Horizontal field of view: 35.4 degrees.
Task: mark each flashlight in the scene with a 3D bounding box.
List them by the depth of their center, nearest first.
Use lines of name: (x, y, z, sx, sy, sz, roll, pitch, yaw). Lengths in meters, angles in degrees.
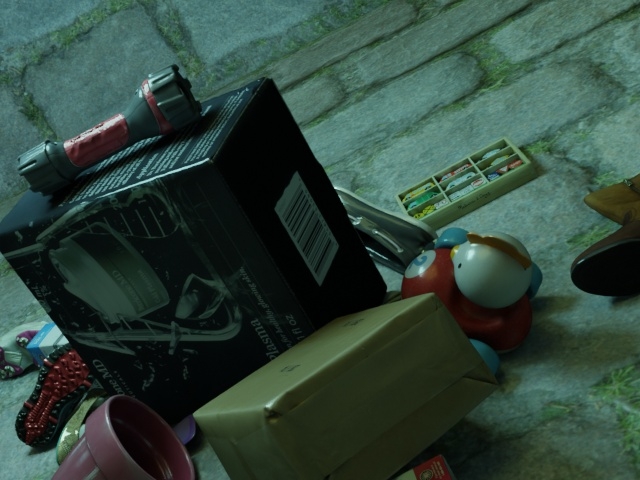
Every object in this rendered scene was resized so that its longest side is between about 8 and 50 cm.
flashlight: (-0.343, -0.172, 1.614, 0.304, 0.103, 0.103, -26, 30, 7)

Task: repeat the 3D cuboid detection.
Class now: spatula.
spatula: (-0.342, 0.393, 1.768, 0.297, 0.030, 0.084, -27, 25, 7)

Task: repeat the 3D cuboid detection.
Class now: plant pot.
plant pot: (-0.334, 0.380, 1.616, 0.180, 0.201, 0.201, -42, 23, 10)

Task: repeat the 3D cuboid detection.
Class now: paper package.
paper package: (0.024, 0.226, 1.377, 0.310, 0.168, 0.325, -31, 2, -27)

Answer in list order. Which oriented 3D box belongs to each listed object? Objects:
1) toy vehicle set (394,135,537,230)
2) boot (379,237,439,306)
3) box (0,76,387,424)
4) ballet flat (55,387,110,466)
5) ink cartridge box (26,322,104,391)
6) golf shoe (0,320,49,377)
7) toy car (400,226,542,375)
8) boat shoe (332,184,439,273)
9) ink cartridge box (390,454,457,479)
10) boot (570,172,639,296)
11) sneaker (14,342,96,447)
toy vehicle set: (0.290, -0.110, 2.035, 0.267, 0.035, 0.166, -28, 25, 4)
boot: (0.196, 0.073, 1.735, 0.237, 0.085, 0.178, -23, 23, -2)
box: (-0.212, 0.040, 1.760, 0.472, 0.479, 0.297, -15, 29, 29)
ballet flat: (-0.438, 0.350, 1.909, 0.067, 0.073, 0.206, -12, 31, 17)
ink cartridge box: (-0.495, 0.240, 2.090, 0.191, 0.139, 0.082, -9, 33, 38)
golf shoe: (-0.648, 0.228, 2.318, 0.306, 0.115, 0.140, -12, 27, 32)
toy car: (0.230, 0.050, 1.493, 0.210, 0.238, 0.219, 26, 56, 15)
boat shoe: (0.067, -0.024, 1.941, 0.335, 0.112, 0.095, 20, 63, 32)
ink cartridge box: (0.108, 0.374, 1.204, 0.176, 0.127, 0.128, -28, 24, 4)
boot: (0.484, -0.033, 1.612, 0.264, 0.096, 0.280, -29, 24, 3)
sneaker: (-0.513, 0.284, 1.997, 0.262, 0.104, 0.125, -51, 3, 14)
